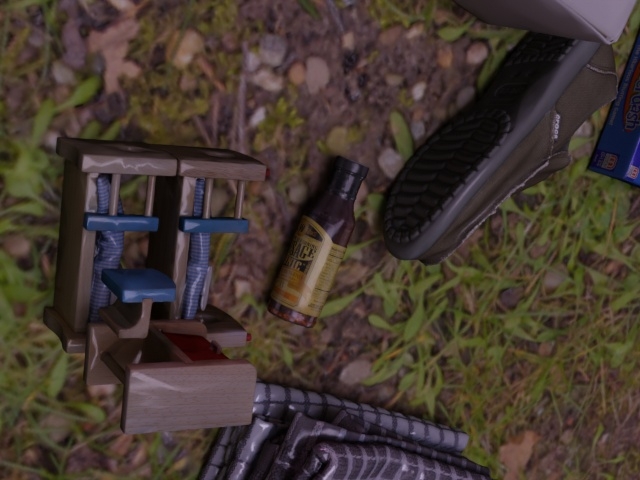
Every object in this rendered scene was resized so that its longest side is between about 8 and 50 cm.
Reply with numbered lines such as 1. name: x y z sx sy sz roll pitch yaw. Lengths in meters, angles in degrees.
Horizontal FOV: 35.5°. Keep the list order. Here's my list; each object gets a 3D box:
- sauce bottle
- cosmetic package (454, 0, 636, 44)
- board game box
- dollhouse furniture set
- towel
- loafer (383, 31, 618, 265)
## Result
1. sauce bottle: 0.000 0.000 0.742 0.042 0.042 0.128 19 92 -32
2. cosmetic package: 0.066 -0.295 0.623 0.365 0.155 0.197 26 92 -33
3. board game box: 0.354 -0.107 0.901 0.210 0.047 0.160 15 97 -32
4. dollhouse furniture set: -0.081 0.018 0.617 0.129 0.184 0.129 1 104 -29
5. towel: 0.007 0.269 0.778 0.235 0.121 0.283 22 93 -33
6. loafer: 0.151 -0.068 0.772 0.251 0.094 0.087 -47 117 -9
